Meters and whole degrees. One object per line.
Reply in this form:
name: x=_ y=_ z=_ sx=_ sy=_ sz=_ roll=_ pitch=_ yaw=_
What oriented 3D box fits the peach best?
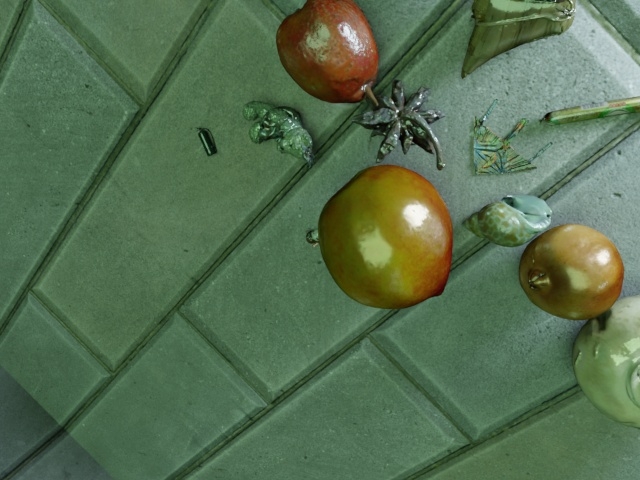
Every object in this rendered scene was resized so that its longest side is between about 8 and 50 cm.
peach: x=0.154 y=0.001 z=1.053 sx=0.308 sy=0.308 sz=0.332 roll=-39 pitch=88 yaw=26

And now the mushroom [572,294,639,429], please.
mushroom: x=0.739 y=0.287 z=0.988 sx=0.356 sy=0.315 sz=0.315 roll=52 pitch=122 yaw=35

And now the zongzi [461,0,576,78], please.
zongzi: x=0.392 y=-0.413 z=0.940 sx=0.195 sy=0.099 sz=0.197 roll=16 pitch=123 yaw=13

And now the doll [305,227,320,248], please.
doll: x=-0.004 y=0.005 z=1.254 sx=0.058 sy=0.040 sz=0.085 roll=-21 pitch=101 yaw=14

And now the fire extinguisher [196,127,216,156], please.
fire extinguisher: x=-0.310 y=-0.273 z=1.266 sx=0.038 sy=0.025 sz=0.083 roll=-26 pitch=101 yaw=-13

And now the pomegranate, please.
pomegranate: x=0.538 y=0.072 z=1.003 sx=0.209 sy=0.209 sz=0.209 roll=6 pitch=111 yaw=17

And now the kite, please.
kite: x=0.407 y=-0.210 z=1.050 sx=0.183 sy=0.010 sz=0.160 roll=40 pitch=116 yaw=2

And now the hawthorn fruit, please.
hawthorn fruit: x=0.035 y=-0.391 z=1.008 sx=0.210 sy=0.210 sz=0.262 roll=-34 pitch=102 yaw=26

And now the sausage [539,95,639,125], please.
sausage: x=0.595 y=-0.270 z=0.951 sx=0.269 sy=0.033 sz=0.032 roll=-5 pitch=107 yaw=21

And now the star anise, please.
star anise: x=0.191 y=-0.259 z=1.037 sx=0.231 sy=0.089 sz=0.209 roll=23 pitch=86 yaw=9

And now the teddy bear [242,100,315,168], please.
teddy bear: x=-0.082 y=-0.270 z=1.148 sx=0.213 sy=0.111 sz=0.133 roll=33 pitch=158 yaw=16

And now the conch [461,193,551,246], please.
conch: x=0.427 y=-0.039 z=1.055 sx=0.173 sy=0.106 sz=0.116 roll=-19 pitch=67 yaw=4
